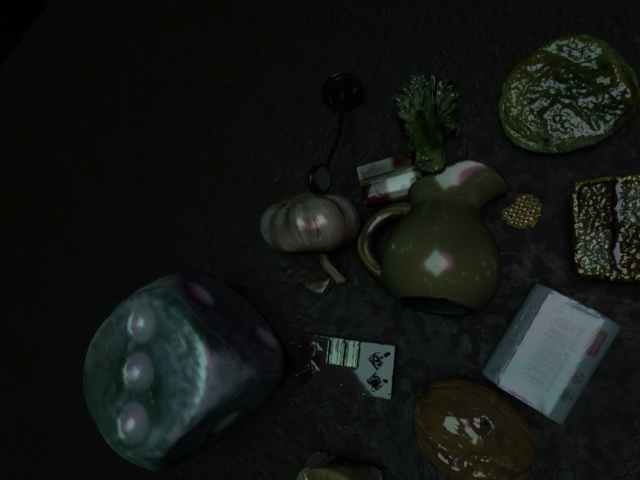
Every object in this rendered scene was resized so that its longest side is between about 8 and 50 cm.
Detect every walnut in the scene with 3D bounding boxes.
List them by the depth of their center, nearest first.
[{"bbox_3d":[0.298,0.379,0.814,0.245,0.198,0.198,24,89,23],"label":"walnut"}]

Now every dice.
[{"bbox_3d":[-0.317,0.293,0.990,0.328,0.330,0.348,-47,66,6],"label":"dice"}]

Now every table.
[{"bbox_3d":[0.050,0.293,0.967,0.240,0.111,0.121,2,80,21],"label":"table"}]

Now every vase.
[{"bbox_3d":[0.227,-0.002,0.907,0.329,0.241,0.302,0,68,34],"label":"vase"}]

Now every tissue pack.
[{"bbox_3d":[0.178,-0.142,1.007,0.149,0.099,0.106,-15,75,17],"label":"tissue pack"}]

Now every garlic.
[{"bbox_3d":[0.000,0.000,1.009,0.245,0.245,0.253,-17,103,17],"label":"garlic"}]

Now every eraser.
[{"bbox_3d":[0.463,0.224,0.839,0.174,0.081,0.227,31,93,27],"label":"eraser"}]

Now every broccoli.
[{"bbox_3d":[0.242,-0.258,0.927,0.165,0.145,0.304,-2,46,14],"label":"broccoli"}]

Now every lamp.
[{"bbox_3d":[0.017,-0.260,1.033,0.109,0.130,0.371,-1,62,34],"label":"lamp"}]

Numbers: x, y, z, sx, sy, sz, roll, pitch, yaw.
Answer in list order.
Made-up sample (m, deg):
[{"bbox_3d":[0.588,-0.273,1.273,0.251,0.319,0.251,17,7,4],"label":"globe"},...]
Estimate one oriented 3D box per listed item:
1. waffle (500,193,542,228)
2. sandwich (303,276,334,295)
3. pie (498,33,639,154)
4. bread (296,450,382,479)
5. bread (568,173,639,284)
[{"bbox_3d":[0.458,-0.067,0.931,0.078,0.016,0.085,32,92,19],"label":"waffle"},{"bbox_3d":[0.000,0.122,1.061,0.083,0.031,0.044,-14,73,17],"label":"sandwich"},{"bbox_3d":[0.542,-0.325,0.916,0.277,0.078,0.276,-5,76,20],"label":"pie"},{"bbox_3d":[0.036,0.600,0.915,0.192,0.110,0.209,1,80,28],"label":"bread"},{"bbox_3d":[0.596,-0.023,0.806,0.181,0.096,0.222,-6,79,42],"label":"bread"}]
